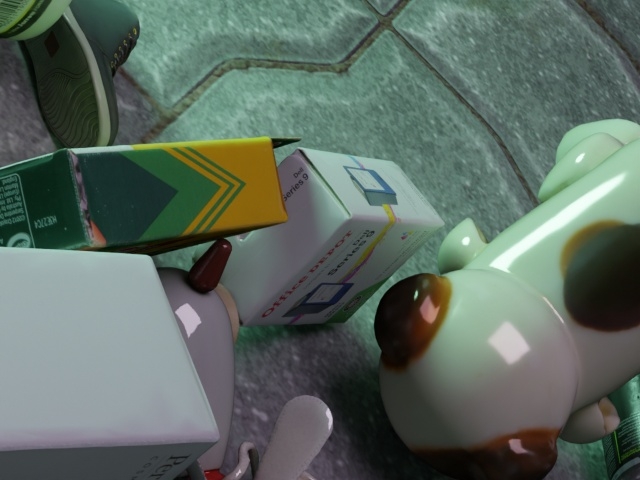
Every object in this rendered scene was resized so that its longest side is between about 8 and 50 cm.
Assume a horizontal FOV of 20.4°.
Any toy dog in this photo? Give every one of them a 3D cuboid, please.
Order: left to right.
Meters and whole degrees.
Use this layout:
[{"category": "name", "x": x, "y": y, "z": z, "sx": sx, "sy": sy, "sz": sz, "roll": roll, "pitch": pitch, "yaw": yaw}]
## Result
[{"category": "toy dog", "x": -0.080, "y": 0.134, "z": 1.492, "sx": 0.334, "sy": 0.161, "sz": 0.220, "roll": 51, "pitch": 34, "yaw": 5}, {"category": "toy dog", "x": 0.238, "y": 0.085, "z": 1.736, "sx": 0.408, "sy": 0.395, "sz": 0.284, "roll": -33, "pitch": 96, "yaw": -23}]

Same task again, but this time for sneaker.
[{"category": "sneaker", "x": -0.212, "y": -0.171, "z": 1.725, "sx": 0.118, "sy": 0.083, "sz": 0.222, "roll": 9, "pitch": 48, "yaw": -44}]

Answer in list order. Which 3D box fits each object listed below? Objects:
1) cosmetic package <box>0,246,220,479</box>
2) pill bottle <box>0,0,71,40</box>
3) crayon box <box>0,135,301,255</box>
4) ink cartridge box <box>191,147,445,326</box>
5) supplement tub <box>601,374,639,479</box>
[{"category": "cosmetic package", "x": -0.319, "y": 0.124, "z": 1.177, "sx": 0.453, "sy": 0.230, "sz": 0.161, "roll": 3, "pitch": 54, "yaw": -46}, {"category": "pill bottle", "x": -0.383, "y": -0.295, "z": 1.566, "sx": 0.334, "sy": 0.188, "sz": 0.188, "roll": 9, "pitch": 49, "yaw": -44}, {"category": "crayon box", "x": -0.170, "y": -0.025, "z": 1.494, "sx": 0.318, "sy": 0.202, "sz": 0.081, "roll": -10, "pitch": 86, "yaw": -56}, {"category": "ink cartridge box", "x": 0.000, "y": 0.000, "z": 1.678, "sx": 0.093, "sy": 0.154, "sz": 0.212, "roll": 52, "pitch": 19, "yaw": 20}, {"category": "supplement tub", "x": 0.366, "y": 0.231, "z": 1.932, "sx": 0.117, "sy": 0.117, "sz": 0.190, "roll": 28, "pitch": 39, "yaw": -27}]
